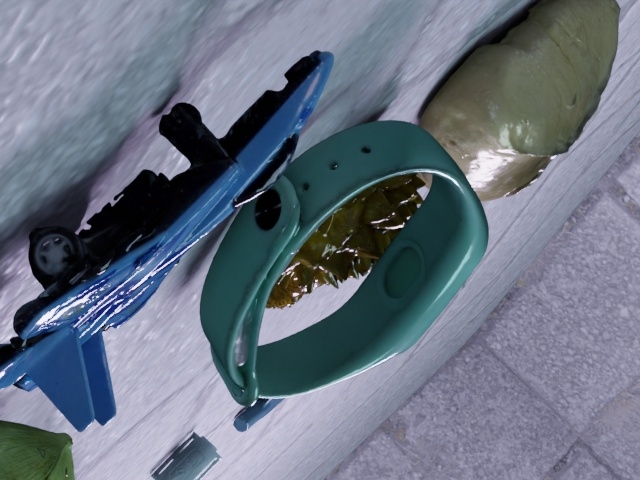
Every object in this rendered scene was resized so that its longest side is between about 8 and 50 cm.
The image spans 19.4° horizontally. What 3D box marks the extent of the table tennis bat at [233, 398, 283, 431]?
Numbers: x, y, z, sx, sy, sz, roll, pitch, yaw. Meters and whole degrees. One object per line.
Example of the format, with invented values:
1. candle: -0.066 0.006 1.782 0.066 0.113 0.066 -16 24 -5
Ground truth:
1. table tennis bat: -0.049 0.172 2.112 0.155 0.019 0.100 -39 169 -49

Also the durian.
1. durian: 0.012 0.004 1.436 0.140 0.078 0.224 -39 166 -38

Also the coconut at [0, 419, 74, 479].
1. coconut: -0.190 0.151 1.143 0.096 0.088 0.088 -40 170 -8

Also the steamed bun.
1. steamed bun: 0.162 -0.101 1.590 0.231 0.110 0.212 -53 169 24

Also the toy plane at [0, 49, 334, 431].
1. toy plane: -0.085 -0.008 0.951 0.246 0.078 0.169 -54 171 6

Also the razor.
1. razor: -0.138 0.233 1.936 0.068 0.040 0.135 -44 178 -7

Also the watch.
1. watch: 0.014 0.022 1.316 0.195 0.068 0.237 7 131 -43
